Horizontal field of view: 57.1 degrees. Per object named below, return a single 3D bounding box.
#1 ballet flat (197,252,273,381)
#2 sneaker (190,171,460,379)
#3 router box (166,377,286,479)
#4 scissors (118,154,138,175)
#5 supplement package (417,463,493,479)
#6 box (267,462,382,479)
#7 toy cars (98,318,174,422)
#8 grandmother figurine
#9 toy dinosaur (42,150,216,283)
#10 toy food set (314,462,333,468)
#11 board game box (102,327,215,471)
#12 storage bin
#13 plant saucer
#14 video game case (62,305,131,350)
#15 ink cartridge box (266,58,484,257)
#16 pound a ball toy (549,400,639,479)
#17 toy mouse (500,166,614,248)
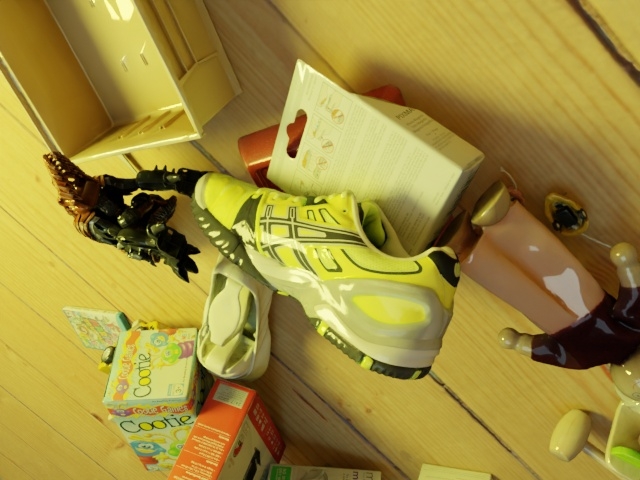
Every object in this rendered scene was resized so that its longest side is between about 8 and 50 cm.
[{"bbox_3d":[-0.152,0.146,0.992,0.139,0.139,0.400,24,133,9],"label":"ballet flat"},{"bbox_3d":[0.000,0.000,0.700,0.384,0.145,0.147,33,102,29],"label":"sneaker"},{"bbox_3d":[-0.181,0.461,1.084,0.082,0.301,0.335,14,149,17],"label":"router box"},{"bbox_3d":[-0.376,-0.217,0.892,0.297,0.021,0.109,41,131,-5],"label":"scissors"},{"bbox_3d":[0.226,0.545,1.035,0.134,0.244,0.139,-2,124,29],"label":"supplement package"},{"bbox_3d":[0.011,0.584,1.218,0.231,0.127,0.262,3,132,5],"label":"box"},{"bbox_3d":[-0.361,0.274,1.230,0.176,0.087,0.394,4,136,-9],"label":"toy cars"},{"bbox_3d":[0.295,0.087,0.693,0.342,0.104,0.208,39,142,-2],"label":"grandmother figurine"},{"bbox_3d":[-0.283,-0.032,0.853,0.218,0.322,0.164,6,93,16],"label":"toy dinosaur"},{"bbox_3d":[0.002,0.532,1.294,0.078,0.019,0.122,37,133,-4],"label":"toy food set"},{"bbox_3d":[-0.279,0.302,1.096,0.142,0.144,0.275,-3,136,1],"label":"board game box"},{"bbox_3d":[-0.276,-0.251,0.744,0.262,0.123,0.260,-5,123,31],"label":"storage bin"},{"bbox_3d":[0.032,-0.050,0.798,0.258,0.048,0.259,-11,119,33],"label":"plant saucer"},{"bbox_3d":[-0.472,0.196,1.276,0.166,0.015,0.119,2,126,26],"label":"video game case"},{"bbox_3d":[0.053,-0.086,0.706,0.232,0.066,0.189,42,137,21],"label":"ink cartridge box"},{"bbox_3d":[0.509,0.292,0.790,0.319,0.136,0.208,26,158,7],"label":"pound a ball toy"},{"bbox_3d":[0.249,-0.018,0.721,0.161,0.031,0.143,44,132,-10],"label":"toy mouse"}]
